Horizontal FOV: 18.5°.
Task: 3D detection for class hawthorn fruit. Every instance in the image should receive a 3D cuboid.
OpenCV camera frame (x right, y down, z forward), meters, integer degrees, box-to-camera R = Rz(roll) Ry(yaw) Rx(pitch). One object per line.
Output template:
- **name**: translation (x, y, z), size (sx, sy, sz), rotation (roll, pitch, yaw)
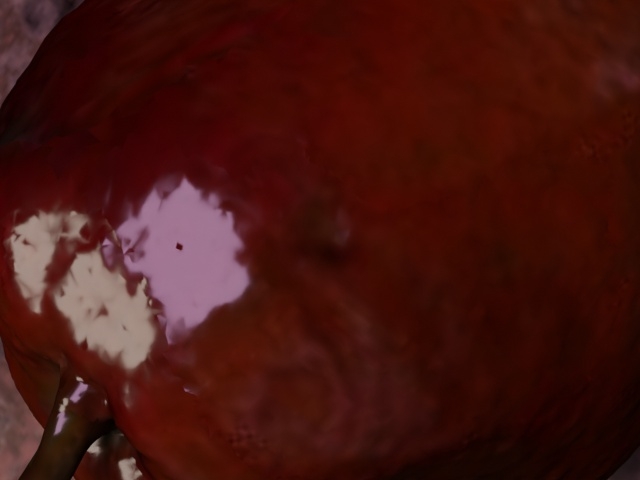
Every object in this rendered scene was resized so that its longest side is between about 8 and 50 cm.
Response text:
- **hawthorn fruit**: translation (0.000, 0.000, 0.591), size (0.224, 0.261, 0.224), rotation (20, 125, 32)
